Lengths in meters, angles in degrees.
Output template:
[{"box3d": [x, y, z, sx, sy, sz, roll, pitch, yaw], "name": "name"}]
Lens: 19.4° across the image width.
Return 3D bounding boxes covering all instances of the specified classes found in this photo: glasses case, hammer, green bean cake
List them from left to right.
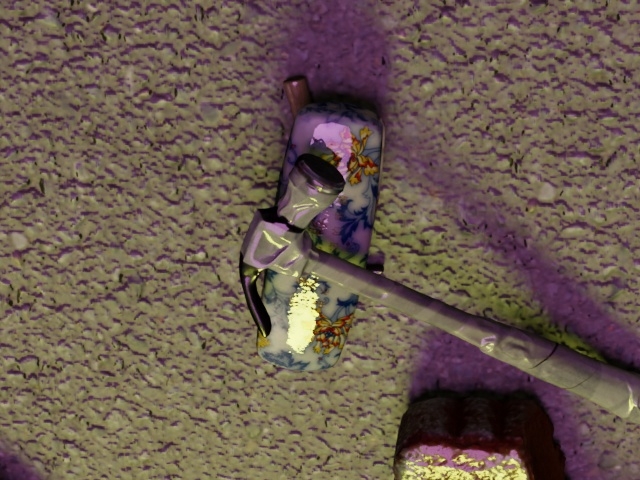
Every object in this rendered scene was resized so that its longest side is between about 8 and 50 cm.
[{"box3d": [0.000, 0.000, 1.578, 0.087, 0.065, 0.248, 7, 118, -5], "name": "glasses case"}, {"box3d": [0.005, -0.049, 1.598, 0.062, 0.013, 0.199, -9, 117, 11], "name": "hammer"}, {"box3d": [0.126, 0.066, 1.575, 0.427, 0.044, 0.152, 21, 114, -21], "name": "hammer"}, {"box3d": [0.161, 0.251, 1.690, 0.198, 0.097, 0.233, -1, 117, 9], "name": "green bean cake"}]
